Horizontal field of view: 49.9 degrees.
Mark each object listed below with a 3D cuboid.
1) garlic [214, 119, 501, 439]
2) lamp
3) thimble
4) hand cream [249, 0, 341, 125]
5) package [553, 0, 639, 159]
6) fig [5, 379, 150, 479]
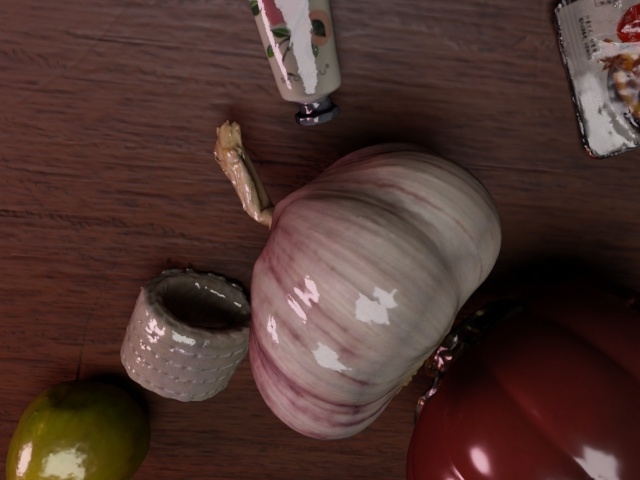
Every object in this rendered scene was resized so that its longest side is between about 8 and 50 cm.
[{"bbox_3d":[0.000,0.000,0.558,0.253,0.245,0.245,41,115,4],"label":"garlic"},{"bbox_3d":[0.219,0.179,0.628,0.303,0.257,0.303,-30,150,-20],"label":"lamp"},{"bbox_3d":[-0.126,0.090,0.664,0.115,0.102,0.090,2,127,-38],"label":"thimble"},{"bbox_3d":[-0.026,-0.203,0.519,0.080,0.050,0.234,-9,116,11],"label":"hand cream"},{"bbox_3d":[0.318,-0.169,0.551,0.239,0.030,0.154,-21,118,12],"label":"package"},{"bbox_3d":[-0.259,0.219,0.735,0.136,0.121,0.153,39,91,-16],"label":"fig"}]
